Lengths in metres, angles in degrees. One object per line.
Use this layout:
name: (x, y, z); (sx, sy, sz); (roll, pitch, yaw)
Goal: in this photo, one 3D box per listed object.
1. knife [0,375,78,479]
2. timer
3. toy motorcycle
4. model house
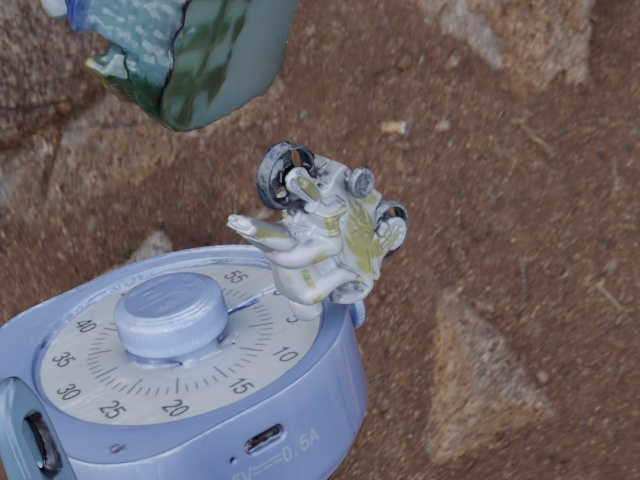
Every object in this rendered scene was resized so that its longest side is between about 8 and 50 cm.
knife: (-0.092, 0.200, 0.525); (0.019, 0.044, 0.313); (-9, 114, 15)
timer: (-0.126, 0.122, 1.154); (0.395, 0.395, 0.173); (-20, 116, -14)
toy motorcycle: (0.000, 0.000, 1.053); (0.074, 0.228, 0.151); (25, 89, 38)
model house: (-0.213, -0.308, 1.259); (0.329, 0.252, 0.295); (34, 37, 12)
